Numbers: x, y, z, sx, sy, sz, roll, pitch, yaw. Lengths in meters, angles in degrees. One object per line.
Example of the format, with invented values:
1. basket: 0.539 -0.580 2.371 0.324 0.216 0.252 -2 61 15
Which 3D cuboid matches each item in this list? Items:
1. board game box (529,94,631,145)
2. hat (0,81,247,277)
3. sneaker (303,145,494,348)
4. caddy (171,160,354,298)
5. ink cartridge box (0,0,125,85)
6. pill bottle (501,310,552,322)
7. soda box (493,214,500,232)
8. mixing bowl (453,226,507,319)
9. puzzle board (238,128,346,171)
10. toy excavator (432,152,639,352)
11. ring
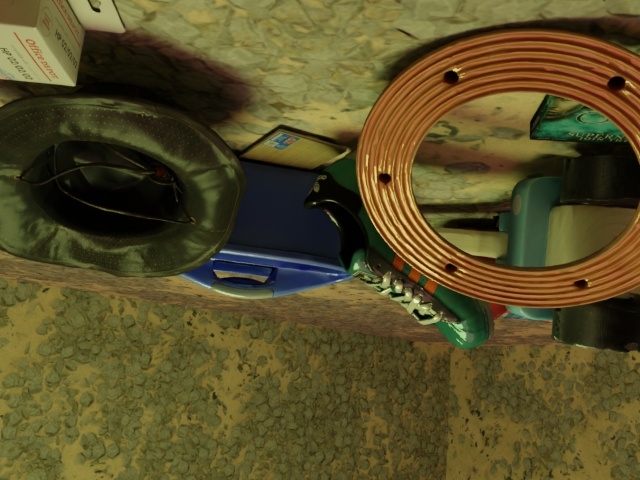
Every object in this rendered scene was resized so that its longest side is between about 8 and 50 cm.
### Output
1. board game box: 0.317 -0.128 0.677 0.186 0.026 0.126 3 167 6
2. hat: -0.243 -0.089 0.788 0.332 0.133 0.331 -4 147 -3
3. sneaker: 0.093 0.032 0.860 0.121 0.302 0.108 -39 -177 -24
4. caddy: -0.108 -0.002 1.013 0.342 0.179 0.241 8 169 -12
5. ink cartridge box: -0.269 -0.183 0.571 0.182 0.061 0.104 5 167 -1
6. pill bottle: 0.466 0.111 1.443 0.222 0.124 0.124 6 167 -7
7. soda box: 0.348 0.001 1.146 0.053 0.060 0.169 -11 161 33
8. mixing bowl: 0.249 0.045 1.162 0.182 0.181 0.098 1 154 16
9. puzzle board: -0.039 -0.116 0.893 0.097 0.011 0.128 13 164 -27
10. toy excavator: 0.304 0.014 0.954 0.434 0.222 0.445 4 179 -7
11. ring: 0.201 -0.057 0.677 0.337 0.032 0.336 12 135 12
